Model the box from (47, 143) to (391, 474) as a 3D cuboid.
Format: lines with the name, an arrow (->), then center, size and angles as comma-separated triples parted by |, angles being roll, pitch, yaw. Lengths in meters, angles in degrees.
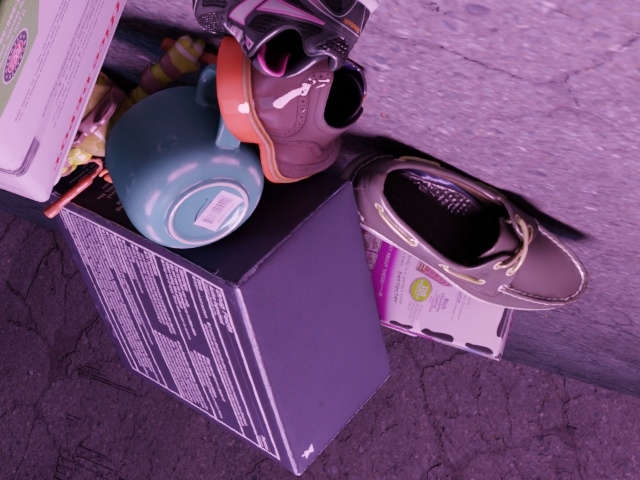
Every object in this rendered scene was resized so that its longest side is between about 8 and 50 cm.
box -> -0.101, 0.049, 1.135 | 0.294, 0.182, 0.296 | 25, 144, 35

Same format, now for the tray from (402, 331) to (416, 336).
tray -> 0.078, 0.065, 1.667 | 0.145, 0.030, 0.270 | 20, -163, -9

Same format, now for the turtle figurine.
turtle figurine -> -0.222, -0.120, 0.943 | 0.269, 0.087, 0.217 | -30, 125, 29

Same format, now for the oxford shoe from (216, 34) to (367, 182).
oxford shoe -> -0.005, -0.103, 0.890 | 0.098, 0.097, 0.271 | 0, 175, 12

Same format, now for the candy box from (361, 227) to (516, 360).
candy box -> 0.122, 0.032, 1.234 | 0.233, 0.159, 0.071 | 17, 173, 17

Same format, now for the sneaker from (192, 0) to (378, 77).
sneaker -> -0.036, -0.149, 0.707 | 0.072, 0.077, 0.178 | 26, 169, -35

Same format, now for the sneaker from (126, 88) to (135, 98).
sneaker -> -0.216, -0.131, 1.252 | 0.074, 0.063, 0.170 | 28, 165, -16

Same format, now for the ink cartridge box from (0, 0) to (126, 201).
ink cartridge box -> -0.205, -0.152, 0.641 | 0.114, 0.198, 0.273 | 20, 171, -4

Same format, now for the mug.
mug -> -0.116, -0.064, 0.914 | 0.158, 0.129, 0.097 | 86, 159, -52

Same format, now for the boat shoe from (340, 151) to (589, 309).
boat shoe -> 0.164, -0.002, 1.099 | 0.305, 0.109, 0.091 | 26, 175, -17
